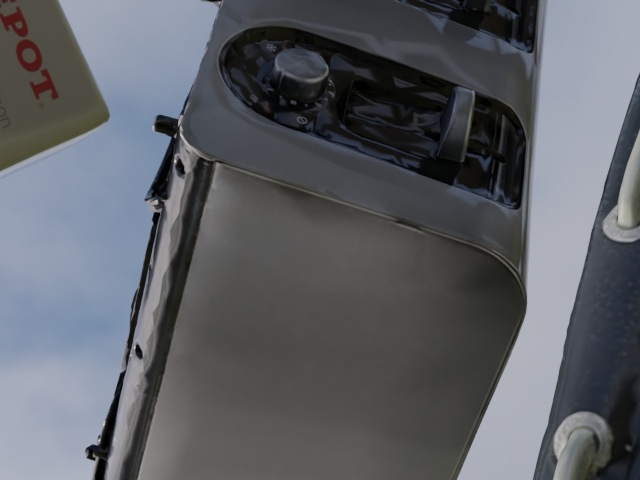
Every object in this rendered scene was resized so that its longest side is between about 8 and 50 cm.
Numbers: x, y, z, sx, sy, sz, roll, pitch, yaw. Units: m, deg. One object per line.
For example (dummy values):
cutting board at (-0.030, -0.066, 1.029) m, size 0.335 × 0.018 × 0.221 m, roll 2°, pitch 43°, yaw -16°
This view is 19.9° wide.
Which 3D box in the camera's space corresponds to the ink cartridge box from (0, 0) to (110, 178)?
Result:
ink cartridge box at (-0.284, -0.090, 0.846) m, size 0.306 × 0.226 × 0.131 m, roll -29°, pitch 9°, yaw -37°

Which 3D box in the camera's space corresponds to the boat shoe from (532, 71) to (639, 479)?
boat shoe at (0.067, 0.087, 0.350) m, size 0.302 × 0.091 × 0.114 m, roll -66°, pitch -29°, yaw -17°

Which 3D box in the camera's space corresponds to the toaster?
toaster at (0.000, 0.000, 0.574) m, size 0.168 × 0.110 × 0.185 m, roll -77°, pitch 3°, yaw -50°
